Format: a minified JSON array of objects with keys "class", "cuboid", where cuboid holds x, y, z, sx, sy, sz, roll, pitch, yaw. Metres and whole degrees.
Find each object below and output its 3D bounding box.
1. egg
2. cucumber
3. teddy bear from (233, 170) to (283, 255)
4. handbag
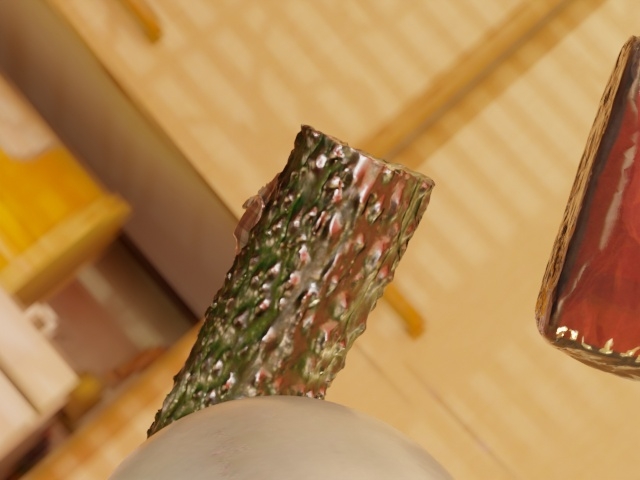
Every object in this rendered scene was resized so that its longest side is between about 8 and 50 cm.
[{"class":"egg","cuboid":[-0.013,0.156,0.795,0.183,0.183,0.264,52,-11,-8]},{"class":"cucumber","cuboid":[-0.050,0.105,1.162,0.096,0.359,0.096,26,2,-1]},{"class":"teddy bear","cuboid":[-0.015,-0.010,1.510,0.111,0.133,0.213,30,8,12]},{"class":"handbag","cuboid":[0.275,-0.015,1.419,0.181,0.254,0.181,17,4,1]}]
